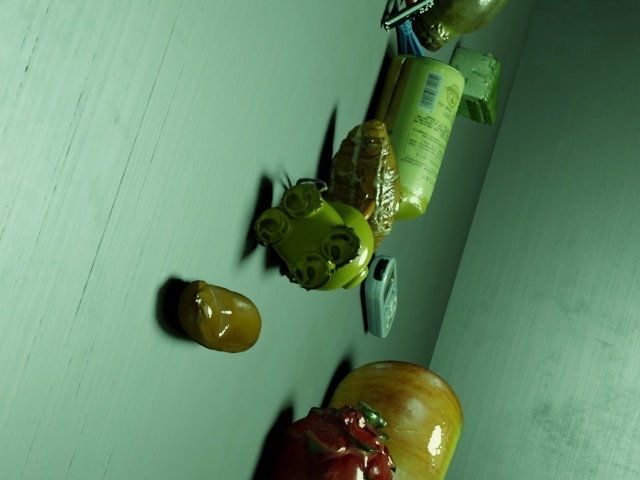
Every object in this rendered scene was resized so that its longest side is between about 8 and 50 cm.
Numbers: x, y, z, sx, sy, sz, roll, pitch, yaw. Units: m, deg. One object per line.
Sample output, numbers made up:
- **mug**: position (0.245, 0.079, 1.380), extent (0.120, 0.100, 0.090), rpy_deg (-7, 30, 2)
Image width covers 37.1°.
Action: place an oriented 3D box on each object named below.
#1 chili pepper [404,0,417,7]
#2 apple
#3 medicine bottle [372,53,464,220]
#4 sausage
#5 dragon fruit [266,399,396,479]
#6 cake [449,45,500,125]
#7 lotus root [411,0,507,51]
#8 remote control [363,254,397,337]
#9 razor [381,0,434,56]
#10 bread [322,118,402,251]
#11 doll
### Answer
- **chili pepper**: position (0.177, -0.495, 1.288), extent (0.137, 0.092, 0.368), rpy_deg (-49, 151, -37)
- **apple**: position (0.121, 0.351, 1.692), extent (0.286, 0.233, 0.286), rpy_deg (20, 90, -78)
- **medicine bottle**: position (0.126, -0.146, 1.408), extent (0.124, 0.124, 0.239), rpy_deg (44, 64, -74)
- **sausage**: position (-0.098, 0.076, 0.916), extent (0.183, 0.054, 0.062), rpy_deg (33, 42, -73)
- **dragon fruit**: position (0.013, 0.359, 1.380), extent (0.192, 0.193, 0.274), rpy_deg (-159, -96, -75)
- **cake**: position (0.315, -0.289, 2.005), extent (0.235, 0.100, 0.099), rpy_deg (77, 34, -62)
- **lotus root**: position (0.236, -0.435, 1.464), extent (0.309, 0.173, 0.173), rpy_deg (-70, 167, 15)
- **remote control**: position (0.112, 0.105, 1.768), extent (0.244, 0.047, 0.087), rpy_deg (81, 31, -60)
- **razor**: position (0.136, -0.298, 1.430), extent (0.082, 0.042, 0.253), rpy_deg (-31, 163, 2)
- **bread**: position (0.050, -0.044, 1.247), extent (0.076, 0.105, 0.233), rpy_deg (-59, 163, -52)
- **doll**: position (0.000, 0.000, 1.112), extent (0.143, 0.135, 0.221), rpy_deg (-43, 175, 8)
